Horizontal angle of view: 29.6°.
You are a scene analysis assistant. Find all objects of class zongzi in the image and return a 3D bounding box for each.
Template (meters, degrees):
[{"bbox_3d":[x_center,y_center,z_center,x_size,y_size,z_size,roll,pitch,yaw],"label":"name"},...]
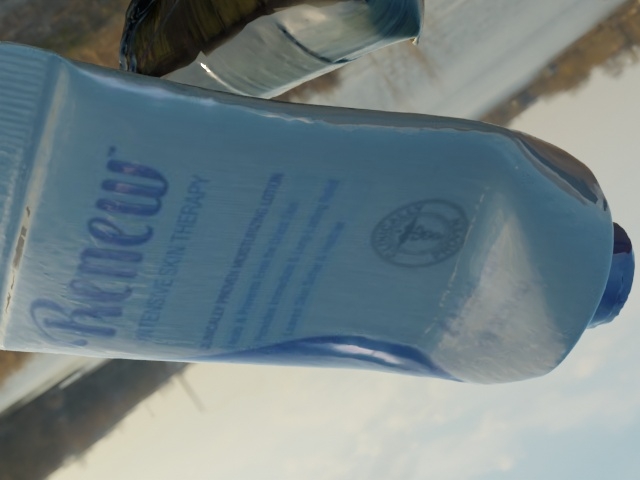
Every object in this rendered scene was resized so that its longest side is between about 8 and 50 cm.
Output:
[{"bbox_3d":[-0.062,-0.264,0.974,0.286,0.300,0.138,-18,173,39],"label":"zongzi"}]

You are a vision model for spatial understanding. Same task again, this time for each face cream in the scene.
[{"bbox_3d":[0.000,0.000,0.731,0.420,0.137,0.235,6,137,-20],"label":"face cream"}]
